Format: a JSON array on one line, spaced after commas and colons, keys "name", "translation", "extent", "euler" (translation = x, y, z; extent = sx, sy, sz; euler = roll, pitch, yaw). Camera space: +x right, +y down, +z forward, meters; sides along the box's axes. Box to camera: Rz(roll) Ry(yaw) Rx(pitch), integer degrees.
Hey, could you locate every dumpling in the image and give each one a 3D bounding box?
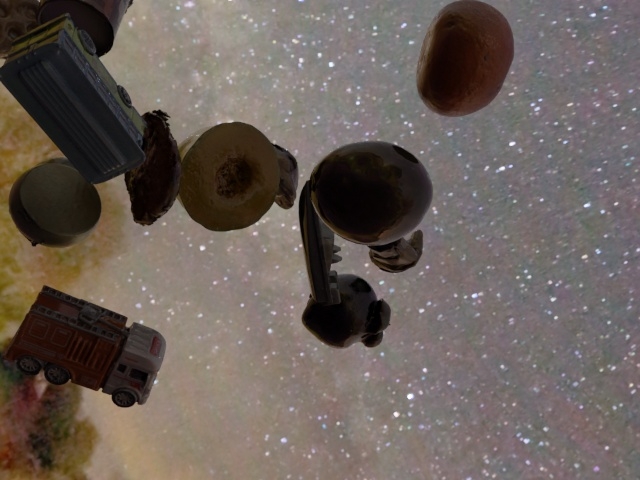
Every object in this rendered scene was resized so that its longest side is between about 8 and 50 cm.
[{"name": "dumpling", "translation": [-0.154, -0.238, 2.104], "extent": [0.293, 0.163, 0.204], "euler": [44, 1, 34]}]

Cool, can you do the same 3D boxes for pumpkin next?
[{"name": "pumpkin", "translation": [-0.312, -0.201, 1.832], "extent": [0.199, 0.332, 0.333], "euler": [21, -56, 49]}]

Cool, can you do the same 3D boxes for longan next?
[{"name": "longan", "translation": [0.086, -0.080, 1.034], "extent": [0.212, 0.198, 0.198], "euler": [-2, -68, 11]}]

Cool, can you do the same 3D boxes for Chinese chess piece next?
[{"name": "Chinese chess piece", "translation": [-0.696, -0.090, 1.575], "extent": [0.092, 0.237, 0.238], "euler": [-29, -97, 39]}]

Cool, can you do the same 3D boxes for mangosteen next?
[{"name": "mangosteen", "translation": [0.077, 0.200, 1.643], "extent": [0.243, 0.242, 0.243], "euler": [32, -48, 43]}]

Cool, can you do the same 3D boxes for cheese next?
[{"name": "cheese", "translation": [-0.823, -0.560, 1.561], "extent": [0.235, 0.218, 0.117], "euler": [48, -37, -20]}]

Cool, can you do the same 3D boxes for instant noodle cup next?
[{"name": "instant noodle cup", "translation": [-0.560, -0.564, 1.427], "extent": [0.217, 0.217, 0.208], "euler": [123, -28, -51]}]

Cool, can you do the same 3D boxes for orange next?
[{"name": "orange", "translation": [0.280, -0.348, 1.171], "extent": [0.224, 0.170, 0.224], "euler": [-168, -90, -89]}]

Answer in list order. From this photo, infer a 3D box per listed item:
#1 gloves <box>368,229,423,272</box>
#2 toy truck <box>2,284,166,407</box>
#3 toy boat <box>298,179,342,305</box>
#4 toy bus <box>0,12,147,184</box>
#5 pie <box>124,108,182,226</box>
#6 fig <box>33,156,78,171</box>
[{"name": "gloves", "translation": [0.209, 0.022, 1.704], "extent": [0.154, 0.331, 0.141], "euler": [-9, -105, 18]}, {"name": "toy truck", "translation": [-0.609, 0.281, 1.613], "extent": [0.207, 0.387, 0.173], "euler": [-56, -161, 24]}, {"name": "toy boat", "translation": [0.000, 0.000, 1.447], "extent": [0.141, 0.092, 0.320], "euler": [-92, 173, -62]}, {"name": "toy bus", "translation": [-0.515, -0.298, 1.294], "extent": [0.190, 0.151, 0.312], "euler": [-106, 170, -48]}, {"name": "pie", "translation": [-0.445, -0.203, 1.580], "extent": [0.308, 0.085, 0.309], "euler": [-3, -94, 54]}, {"name": "fig", "translation": [-0.824, -0.158, 1.809], "extent": [0.235, 0.203, 0.203], "euler": [8, -61, 18]}]
